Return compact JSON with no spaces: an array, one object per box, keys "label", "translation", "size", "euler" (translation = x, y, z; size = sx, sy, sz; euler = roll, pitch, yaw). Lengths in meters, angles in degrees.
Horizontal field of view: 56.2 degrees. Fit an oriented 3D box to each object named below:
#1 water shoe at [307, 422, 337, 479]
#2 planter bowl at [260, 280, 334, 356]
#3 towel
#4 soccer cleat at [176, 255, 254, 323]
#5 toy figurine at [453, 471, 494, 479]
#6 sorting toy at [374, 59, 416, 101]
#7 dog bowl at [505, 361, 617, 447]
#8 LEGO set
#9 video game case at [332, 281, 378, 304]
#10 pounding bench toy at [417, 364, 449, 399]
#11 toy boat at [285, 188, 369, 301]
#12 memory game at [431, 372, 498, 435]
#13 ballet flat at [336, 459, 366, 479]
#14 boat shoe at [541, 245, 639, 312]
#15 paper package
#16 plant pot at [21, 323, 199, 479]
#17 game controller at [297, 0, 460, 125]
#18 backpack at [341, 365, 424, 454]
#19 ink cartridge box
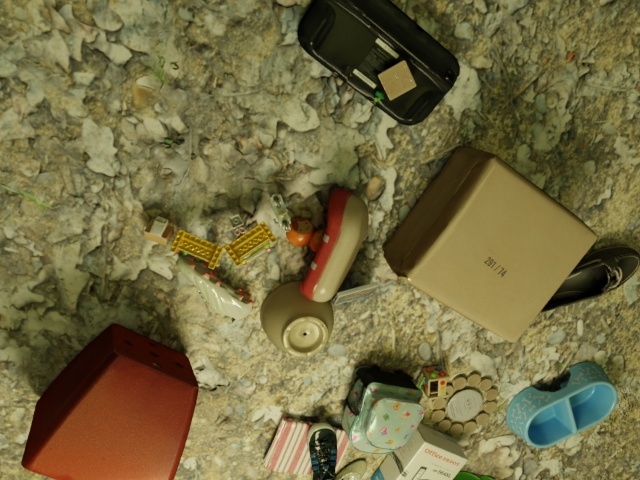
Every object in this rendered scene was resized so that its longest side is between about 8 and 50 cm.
[{"label":"water shoe","translation":[0.014,0.526,1.417],"size":[0.073,0.080,0.203],"euler":[-10,114,-13]},{"label":"planter bowl","translation":[-0.042,0.180,1.280],"size":[0.162,0.109,0.162],"euler":[-4,111,-12]},{"label":"towel","translation":[-0.028,0.503,1.458],"size":[0.197,0.029,0.144],"euler":[16,107,-22]},{"label":"soccer cleat","translation":[-0.224,0.105,1.232],"size":[0.196,0.068,0.076],"euler":[39,101,-26]},{"label":"toy figurine","translation":[0.386,0.722,1.614],"size":[0.173,0.130,0.159],"euler":[2,127,-40]},{"label":"sorting toy","translation":[0.133,-0.297,1.135],"size":[0.083,0.012,0.062],"euler":[-28,126,9]},{"label":"dog bowl","translation":[0.635,0.434,1.563],"size":[0.297,0.074,0.165],"euler":[-25,114,-4]},{"label":"LEGO set","translation":[-0.196,0.002,1.200],"size":[0.287,0.107,0.132],"euler":[-12,79,-4]},{"label":"video game case","translation":[0.073,0.115,1.285],"size":[0.087,0.122,0.011],"euler":[-15,77,-8]},{"label":"pounding bench toy","translation":[0.263,0.342,1.448],"size":[0.083,0.052,0.065],"euler":[-7,112,-11]},{"label":"toy boat","translation":[0.000,0.000,1.220],"size":[0.151,0.151,0.231],"euler":[26,105,9]},{"label":"memory game","translation":[0.367,0.418,1.525],"size":[0.186,0.012,0.186],"euler":[-5,113,-12]},{"label":"ballet flat","translation":[0.053,0.619,1.507],"size":[0.168,0.052,0.057],"euler":[-37,114,2]},{"label":"boat shoe","translation":[0.623,0.102,1.416],"size":[0.335,0.095,0.112],"euler":[-15,114,-7]},{"label":"paper package","translation":[0.354,0.007,1.276],"size":[0.325,0.168,0.309],"euler":[31,101,-21]},{"label":"plant pot","translation":[-0.386,0.323,1.184],"size":[0.267,0.267,0.235],"euler":[31,90,-22]},{"label":"game controller","translation":[0.115,-0.356,1.143],"size":[0.319,0.067,0.166],"euler":[32,115,-22]},{"label":"backpack","translation":[0.141,0.409,1.398],"size":[0.166,0.144,0.188],"euler":[14,110,-24]},{"label":"ink cartridge box","translation":[0.248,0.581,1.520],"size":[0.148,0.086,0.203],"euler":[28,103,-21]}]
